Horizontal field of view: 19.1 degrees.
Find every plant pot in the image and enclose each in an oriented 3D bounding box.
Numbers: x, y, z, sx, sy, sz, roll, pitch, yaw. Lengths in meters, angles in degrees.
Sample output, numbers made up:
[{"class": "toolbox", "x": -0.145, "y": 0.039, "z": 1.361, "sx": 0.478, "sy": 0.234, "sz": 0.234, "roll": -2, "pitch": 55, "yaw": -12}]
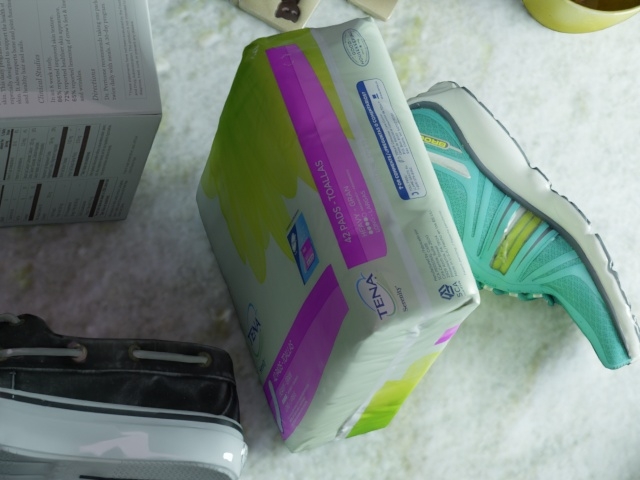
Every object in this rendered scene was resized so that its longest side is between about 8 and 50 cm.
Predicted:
[{"class": "plant pot", "x": 0.216, "y": -0.226, "z": 1.592, "sx": 0.134, "sy": 0.095, "sz": 0.134, "roll": 5, "pitch": 66, "yaw": -12}]

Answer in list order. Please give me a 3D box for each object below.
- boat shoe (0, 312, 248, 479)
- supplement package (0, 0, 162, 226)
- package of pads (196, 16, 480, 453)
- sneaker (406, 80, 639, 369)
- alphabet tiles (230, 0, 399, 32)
[{"class": "boat shoe", "x": -0.217, "y": 0.113, "z": 1.349, "sx": 0.335, "sy": 0.121, "sz": 0.119, "roll": 9, "pitch": 58, "yaw": -21}, {"class": "supplement package", "x": -0.268, "y": -0.133, "z": 1.380, "sx": 0.262, "sy": 0.198, "sz": 0.199, "roll": -4, "pitch": 69, "yaw": -15}, {"class": "package of pads", "x": 0.000, "y": 0.000, "z": 1.334, "sx": 0.101, "sy": 0.296, "sz": 0.229, "roll": -15, "pitch": 72, "yaw": -17}, {"class": "sneaker", "x": 0.147, "y": 0.002, "z": 1.495, "sx": 0.110, "sy": 0.107, "sz": 0.275, "roll": -41, "pitch": 76, "yaw": -5}, {"class": "alphabet tiles", "x": -0.018, "y": -0.341, "z": 1.633, "sx": 0.285, "sy": 0.011, "sz": 0.342, "roll": 29, "pitch": 64, "yaw": -1}]
